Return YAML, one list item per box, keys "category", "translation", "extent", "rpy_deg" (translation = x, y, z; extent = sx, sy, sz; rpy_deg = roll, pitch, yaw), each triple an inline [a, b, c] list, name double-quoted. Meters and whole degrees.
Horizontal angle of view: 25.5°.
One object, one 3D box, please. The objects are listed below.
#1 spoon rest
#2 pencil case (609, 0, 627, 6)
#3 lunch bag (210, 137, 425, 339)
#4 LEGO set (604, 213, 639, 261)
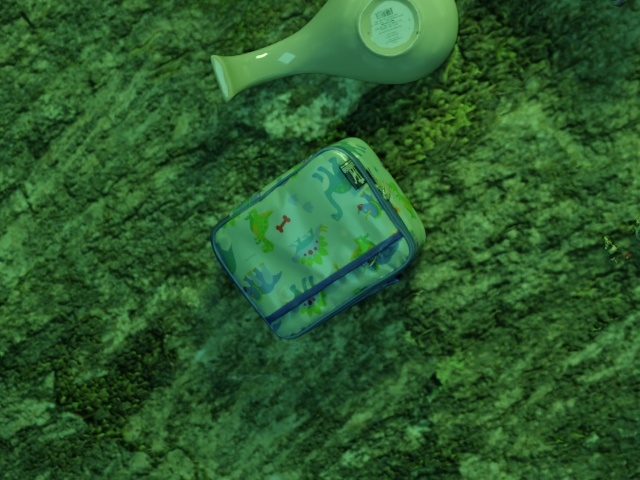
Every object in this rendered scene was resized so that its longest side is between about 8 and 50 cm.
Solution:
- category: "spoon rest"
  translation: [0.018, -0.224, 1.584]
  extent: [0.276, 0.084, 0.137]
  rpy_deg: [-16, 98, 7]
- category: "pencil case"
  translation: [0.268, -0.336, 1.470]
  extent: [0.206, 0.086, 0.088]
  rpy_deg: [44, 83, 3]
- category: "lunch bag"
  translation: [0.000, 0.000, 1.624]
  extent: [0.219, 0.090, 0.176]
  rpy_deg: [-32, 94, 22]
- category: "LEGO set"
  translation: [0.351, 0.002, 1.545]
  extent: [0.083, 0.023, 0.054]
  rpy_deg: [-36, 90, 21]
